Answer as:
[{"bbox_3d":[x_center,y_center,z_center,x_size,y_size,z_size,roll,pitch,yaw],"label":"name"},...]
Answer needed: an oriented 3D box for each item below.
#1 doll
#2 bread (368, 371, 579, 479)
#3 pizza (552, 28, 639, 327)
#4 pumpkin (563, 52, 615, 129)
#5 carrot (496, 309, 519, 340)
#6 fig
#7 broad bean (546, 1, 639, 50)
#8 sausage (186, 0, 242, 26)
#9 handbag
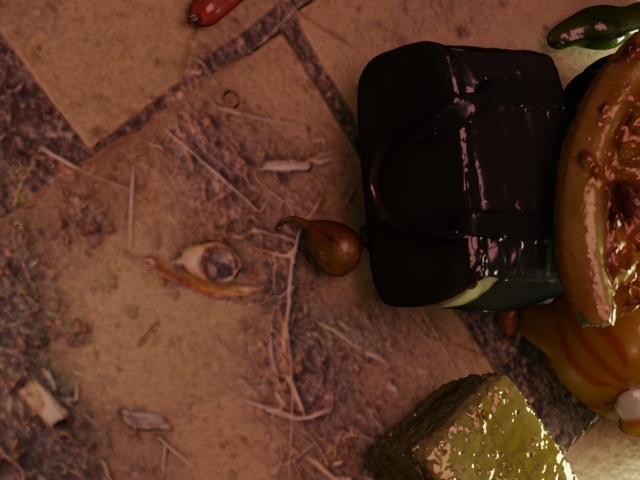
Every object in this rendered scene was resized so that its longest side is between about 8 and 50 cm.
[{"bbox_3d":[0.343,0.119,1.730,0.270,0.166,0.162,25,27,-30],"label":"doll"},{"bbox_3d":[0.152,0.231,1.632,0.138,0.102,0.196,-44,106,-26],"label":"bread"},{"bbox_3d":[0.319,-0.055,1.607,0.226,0.086,0.335,31,67,-22],"label":"pizza"},{"bbox_3d":[0.327,-0.083,1.757,0.220,0.162,0.220,2,87,-36],"label":"pumpkin"},{"bbox_3d":[0.183,0.003,1.730,0.037,0.037,0.190,3,80,-29],"label":"carrot"},{"bbox_3d":[0.000,0.000,1.625,0.083,0.050,0.050,29,66,-2],"label":"fig"},{"bbox_3d":[0.320,-0.223,1.847,0.195,0.046,0.061,4,76,-31],"label":"broad bean"},{"bbox_3d":[-0.041,-0.275,1.657,0.034,0.034,0.253,50,61,-13],"label":"sausage"},{"bbox_3d":[0.125,-0.058,1.629,0.181,0.181,0.254,2,80,-38],"label":"handbag"}]
